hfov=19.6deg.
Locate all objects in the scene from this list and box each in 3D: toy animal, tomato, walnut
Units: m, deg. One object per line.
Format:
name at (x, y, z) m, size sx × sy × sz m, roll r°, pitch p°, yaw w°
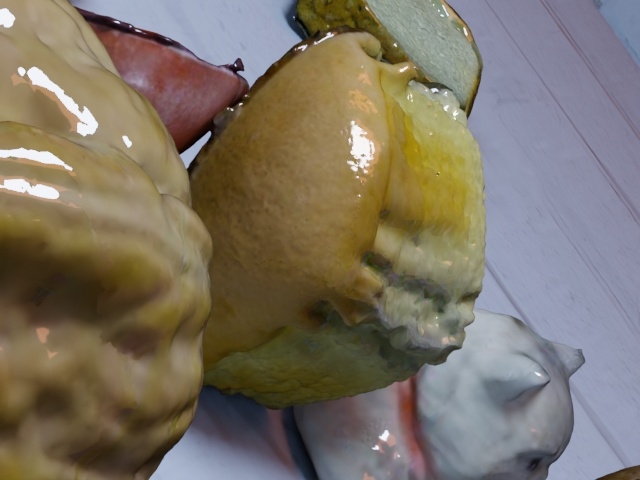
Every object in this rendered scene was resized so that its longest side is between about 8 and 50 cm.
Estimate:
toy animal at (0.096, 0.091, 1.392) m, size 0.266 × 0.188 × 0.308 m, roll 51°, pitch 23°, yaw 18°
tomato at (-0.167, -0.095, 1.190) m, size 0.228 × 0.112 × 0.199 m, roll 19°, pitch 1°, yaw 8°
walnut at (-0.205, 0.009, 0.745) m, size 0.333 × 0.333 × 0.333 m, roll 43°, pitch 23°, yaw -24°

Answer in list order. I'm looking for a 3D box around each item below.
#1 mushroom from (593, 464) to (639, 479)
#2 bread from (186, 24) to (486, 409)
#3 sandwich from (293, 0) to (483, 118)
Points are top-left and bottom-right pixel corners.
mushroom at (0.311, 0.309, 1.509) m, size 0.278 × 0.163 × 0.297 m, roll 30°, pitch 29°, yaw -44°
bread at (0.000, 0.000, 1.200) m, size 0.204 × 0.262 × 0.162 m, roll 25°, pitch 9°, yaw -47°
sandwich at (0.072, -0.217, 1.927) m, size 0.226 × 0.087 × 0.251 m, roll 46°, pitch 25°, yaw -13°
